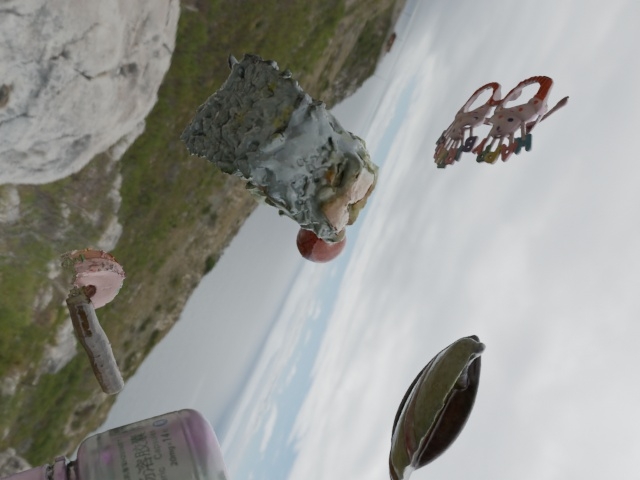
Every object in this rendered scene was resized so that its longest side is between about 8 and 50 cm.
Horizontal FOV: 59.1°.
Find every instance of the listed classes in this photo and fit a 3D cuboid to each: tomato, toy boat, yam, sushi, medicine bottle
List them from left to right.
[{"bbox_3d":[-0.444,0.207,1.119,0.057,0.056,0.241,-65,150,-56],"label":"yam"},{"bbox_3d":[-0.305,0.412,0.837,0.256,0.324,0.256,170,-90,-67],"label":"medicine bottle"},{"bbox_3d":[-0.053,-0.115,0.675,0.139,0.274,0.184,-55,140,0],"label":"sushi"},{"bbox_3d":[0.000,0.000,1.805,0.167,0.167,0.167,25,90,-90],"label":"tomato"},{"bbox_3d":[0.173,0.268,0.892,0.276,0.111,0.293,-62,157,1],"label":"toy boat"}]

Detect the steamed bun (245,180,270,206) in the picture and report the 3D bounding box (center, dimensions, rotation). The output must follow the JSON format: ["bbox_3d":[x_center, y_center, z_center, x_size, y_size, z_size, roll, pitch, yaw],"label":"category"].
[{"bbox_3d":[-0.093,-0.126,1.185,0.129,0.113,0.091,-30,-176,-16],"label":"steamed bun"}]

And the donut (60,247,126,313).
[{"bbox_3d":[-0.443,0.073,1.108,0.117,0.065,0.166,-14,148,-36],"label":"donut"}]

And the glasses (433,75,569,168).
[{"bbox_3d":[0.273,-0.163,0.885,0.162,0.095,0.255,-50,-161,-8],"label":"glasses"}]
